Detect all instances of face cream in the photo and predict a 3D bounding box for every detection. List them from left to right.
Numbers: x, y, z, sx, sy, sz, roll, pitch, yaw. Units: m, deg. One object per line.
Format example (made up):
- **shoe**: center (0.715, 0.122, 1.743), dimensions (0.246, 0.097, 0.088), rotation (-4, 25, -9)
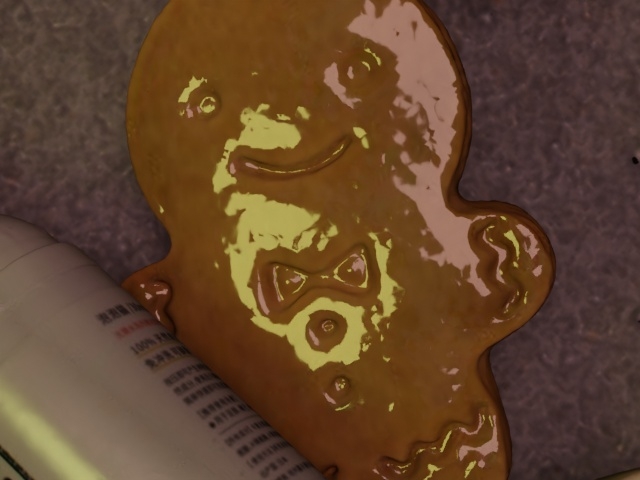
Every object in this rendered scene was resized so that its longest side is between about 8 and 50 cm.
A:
- **face cream**: center (-0.171, 0.074, 0.972), dimensions (0.369, 0.145, 0.145), rotation (40, 81, 14)

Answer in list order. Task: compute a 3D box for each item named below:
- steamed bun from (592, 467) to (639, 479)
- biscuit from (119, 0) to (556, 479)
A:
- **steamed bun**: center (0.207, 0.239, 0.961), dimensions (0.155, 0.200, 0.250), rotation (-40, 89, -32)
- **biscuit**: center (-0.001, 0.000, 0.995), dimensions (0.275, 0.052, 0.355), rotation (-7, 95, 16)
